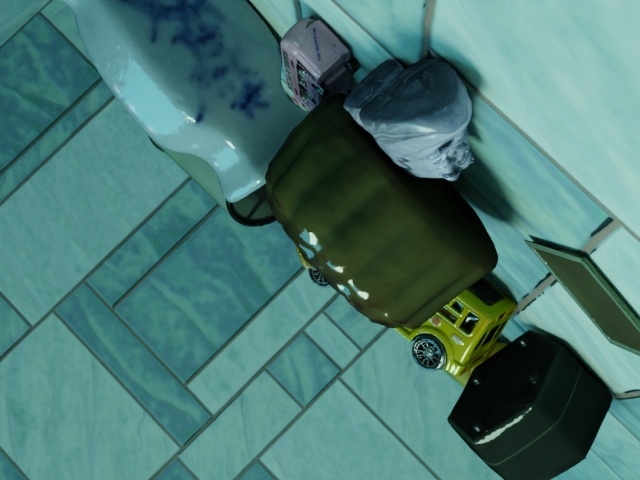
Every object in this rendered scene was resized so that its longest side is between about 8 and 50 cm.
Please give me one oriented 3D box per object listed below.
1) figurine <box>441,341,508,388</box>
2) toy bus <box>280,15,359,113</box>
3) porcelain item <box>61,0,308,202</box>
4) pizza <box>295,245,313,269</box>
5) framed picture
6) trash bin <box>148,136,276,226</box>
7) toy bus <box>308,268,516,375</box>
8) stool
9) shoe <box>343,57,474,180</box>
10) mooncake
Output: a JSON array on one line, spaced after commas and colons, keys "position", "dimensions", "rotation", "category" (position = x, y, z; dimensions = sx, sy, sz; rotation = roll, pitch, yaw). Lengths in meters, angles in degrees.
[{"position": [0.320, 0.239, 1.974], "dimensions": [0.324, 0.124, 0.222], "rotation": [43, 172, -5], "category": "figurine"}, {"position": [-0.002, -0.211, 1.283], "dimensions": [0.090, 0.063, 0.203], "rotation": [48, 173, 9], "category": "toy bus"}, {"position": [-0.194, -0.260, 1.458], "dimensions": [0.405, 0.242, 0.178], "rotation": [49, 156, -12], "category": "porcelain item"}, {"position": [0.000, 0.000, 1.332], "dimensions": [0.078, 0.025, 0.083], "rotation": [10, -122, -38], "category": "pizza"}, {"position": [0.322, 0.071, 1.180], "dimensions": [0.183, 0.011, 0.142], "rotation": [47, 175, -15], "category": "framed picture"}, {"position": [-0.156, -0.184, 1.843], "dimensions": [0.277, 0.217, 0.262], "rotation": [-5, -142, -45], "category": "trash bin"}, {"position": [0.140, 0.064, 1.632], "dimensions": [0.331, 0.151, 0.145], "rotation": [38, -151, 21], "category": "toy bus"}, {"position": [0.318, 0.260, 1.575], "dimensions": [0.141, 0.232, 0.232], "rotation": [43, 176, -15], "category": "stool"}, {"position": [0.110, -0.111, 1.039], "dimensions": [0.137, 0.095, 0.245], "rotation": [43, 179, -16], "category": "shoe"}, {"position": [0.064, -0.032, 1.229], "dimensions": [0.290, 0.161, 0.290], "rotation": [42, -164, -15], "category": "mooncake"}]
